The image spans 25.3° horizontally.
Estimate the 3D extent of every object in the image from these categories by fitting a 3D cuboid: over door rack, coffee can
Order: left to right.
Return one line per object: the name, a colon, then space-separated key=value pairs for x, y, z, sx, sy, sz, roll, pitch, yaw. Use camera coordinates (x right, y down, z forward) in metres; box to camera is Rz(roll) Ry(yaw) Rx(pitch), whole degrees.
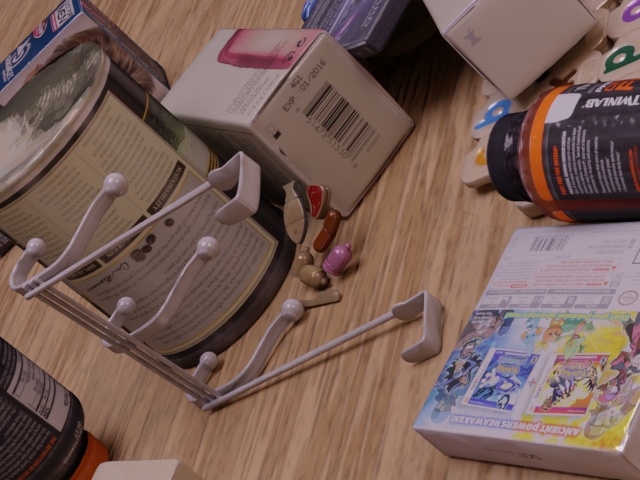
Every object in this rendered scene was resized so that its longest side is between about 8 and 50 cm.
coffee can: x=-0.188 y=-0.031 z=1.412 sx=0.201 sy=0.275 sz=0.201 roll=-34 pitch=31 yaw=24
over door rack: x=-0.079 y=0.032 z=1.221 sx=0.324 sy=0.239 sz=0.108 roll=-19 pitch=45 yaw=43

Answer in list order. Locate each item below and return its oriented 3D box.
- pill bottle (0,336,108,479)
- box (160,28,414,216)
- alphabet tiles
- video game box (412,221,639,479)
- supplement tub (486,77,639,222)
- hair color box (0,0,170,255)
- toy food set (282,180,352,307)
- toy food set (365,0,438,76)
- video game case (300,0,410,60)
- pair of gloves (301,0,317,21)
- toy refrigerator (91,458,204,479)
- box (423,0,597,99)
pill bottle: x=-0.319 y=0.168 z=1.373 sx=0.130 sy=0.245 sz=0.130 roll=-33 pitch=30 yaw=23
box: x=-0.041 y=-0.126 z=1.462 sx=0.127 sy=0.148 sz=0.232 roll=-54 pitch=29 yaw=-12
alphabet tiles: x=0.244 y=-0.144 z=1.218 sx=0.278 sy=0.021 sz=0.284 roll=-23 pitch=37 yaw=39
video game box: x=0.181 y=0.072 z=1.003 sx=0.205 sy=0.048 sz=0.187 roll=-2 pitch=49 yaw=54
supplement tub: x=0.218 y=-0.065 z=1.040 sx=0.198 sy=0.106 sz=0.106 roll=0 pitch=53 yaw=44
hair color box: x=-0.394 y=-0.160 z=1.976 sx=0.347 sy=0.174 sz=0.105 roll=-43 pitch=29 yaw=9
toy food set: x=0.000 y=0.000 z=1.337 sx=0.078 sy=0.019 sz=0.122 roll=-13 pitch=77 yaw=45
toy food set: x=0.096 y=-0.238 z=1.542 sx=0.192 sy=0.038 sz=0.132 roll=-44 pitch=35 yaw=-4
video game case: x=0.050 y=-0.263 z=1.470 sx=0.196 sy=0.026 sz=0.274 roll=-61 pitch=18 yaw=-10
pair of gloves: x=0.051 y=-0.333 z=1.732 sx=0.198 sy=0.023 sz=0.159 roll=1 pitch=54 yaw=54
toy refrigerator: x=-0.170 y=0.316 z=1.143 sx=0.102 sy=0.094 sz=0.269 roll=-10 pitch=46 yaw=40
box: x=0.161 y=-0.236 z=1.336 sx=0.113 sy=0.094 sz=0.275 roll=-42 pitch=20 yaw=15
